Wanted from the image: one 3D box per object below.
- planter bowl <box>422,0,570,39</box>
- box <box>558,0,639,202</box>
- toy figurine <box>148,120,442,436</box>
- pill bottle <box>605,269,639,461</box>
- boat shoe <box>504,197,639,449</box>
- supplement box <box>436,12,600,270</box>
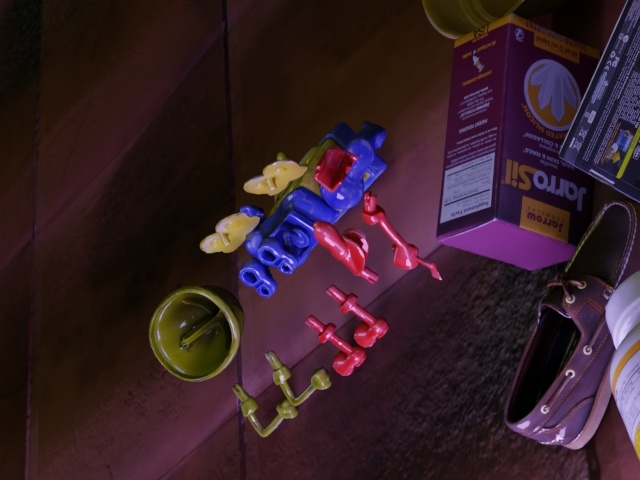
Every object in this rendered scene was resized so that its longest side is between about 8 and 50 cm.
[{"bbox_3d":[0.187,-0.268,1.673,0.217,0.090,0.217,-35,46,48],"label":"planter bowl"},{"bbox_3d":[0.309,-0.146,1.437,0.216,0.060,0.270,38,107,58],"label":"box"},{"bbox_3d":[0.000,0.000,1.851,0.362,0.191,0.217,-50,6,45],"label":"toy figurine"},{"bbox_3d":[0.268,0.115,1.305,0.117,0.118,0.208,-52,35,31],"label":"pill bottle"},{"bbox_3d":[0.205,0.062,1.486,0.073,0.073,0.207,15,86,61],"label":"boat shoe"},{"bbox_3d":[0.168,-0.081,1.592,0.081,0.104,0.188,-21,57,53],"label":"supplement box"}]
